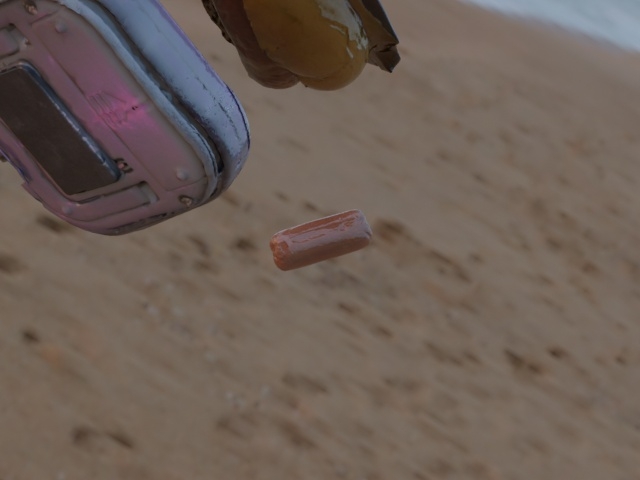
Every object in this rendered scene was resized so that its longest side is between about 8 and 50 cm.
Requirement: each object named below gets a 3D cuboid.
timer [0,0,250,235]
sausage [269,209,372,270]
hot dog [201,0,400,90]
[{"bbox_3d":[-0.158,-0.095,1.274,0.208,0.191,0.069,48,48,-22],"label":"timer"},{"bbox_3d":[0.000,0.000,1.506,0.083,0.034,0.034,-17,31,-16],"label":"sausage"},{"bbox_3d":[-0.057,-0.224,1.606,0.194,0.107,0.326,32,-14,52],"label":"hot dog"}]
